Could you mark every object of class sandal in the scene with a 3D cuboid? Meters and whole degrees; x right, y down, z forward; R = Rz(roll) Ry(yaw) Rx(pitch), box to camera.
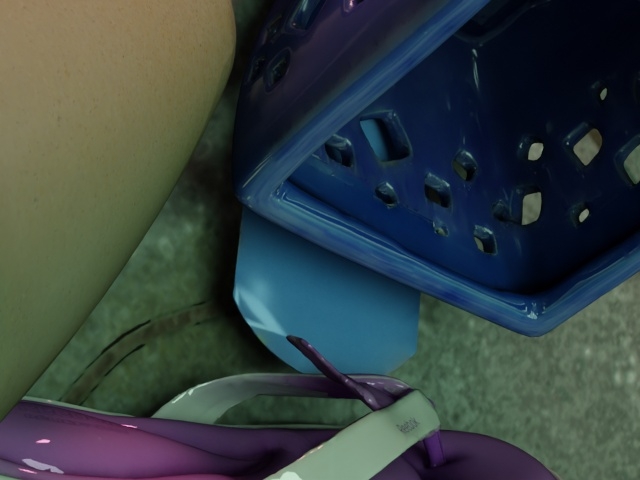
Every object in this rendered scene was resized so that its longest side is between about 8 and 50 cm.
[{"bbox_3d":[-0.020,0.104,0.803,0.416,0.169,0.102,7,105,-36],"label":"sandal"}]

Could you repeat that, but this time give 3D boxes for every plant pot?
[{"bbox_3d":[0.102,-0.119,0.861,0.236,0.236,0.212,25,40,-33],"label":"plant pot"},{"bbox_3d":[-0.164,-0.058,0.687,0.274,0.256,0.256,-42,114,-49],"label":"plant pot"}]

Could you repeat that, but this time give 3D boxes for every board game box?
[{"bbox_3d":[0.000,0.000,0.918,0.133,0.033,0.169,16,72,-35],"label":"board game box"}]
